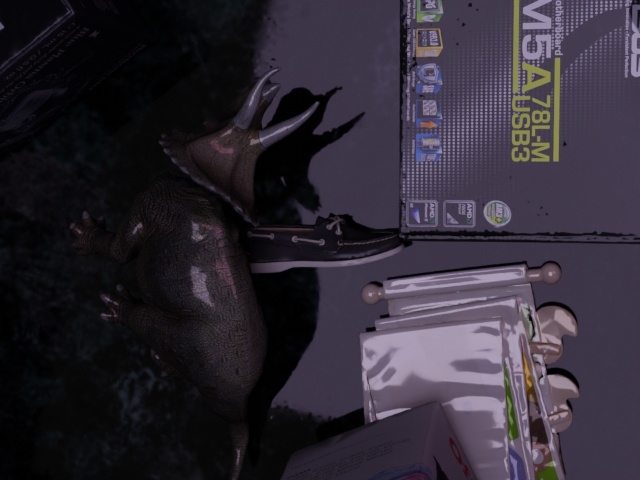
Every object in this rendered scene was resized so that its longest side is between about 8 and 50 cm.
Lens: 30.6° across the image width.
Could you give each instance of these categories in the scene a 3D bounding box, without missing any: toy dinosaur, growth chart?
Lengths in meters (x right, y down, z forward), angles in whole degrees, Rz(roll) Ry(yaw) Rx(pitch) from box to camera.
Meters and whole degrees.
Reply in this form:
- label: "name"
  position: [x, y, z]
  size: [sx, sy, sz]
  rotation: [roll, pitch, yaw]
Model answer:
- label: "toy dinosaur"
  position: [-0.092, 0.038, 0.837]
  size: [0.160, 0.121, 0.313]
  rotation: [4, 96, 56]
- label: "growth chart"
  position: [0.105, 0.133, 0.875]
  size: [0.172, 0.021, 0.237]
  rotation: [2, 94, 11]

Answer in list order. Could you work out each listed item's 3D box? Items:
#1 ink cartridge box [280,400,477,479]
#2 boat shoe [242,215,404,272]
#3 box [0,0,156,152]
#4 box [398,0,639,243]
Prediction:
- label: "ink cartridge box"
  position: [0.052, 0.267, 0.733]
  size: [0.131, 0.306, 0.226]
  rotation: [-23, 100, 16]
- label: "boat shoe"
  position: [0.000, 0.000, 0.876]
  size: [0.125, 0.046, 0.038]
  rotation: [-5, 98, 20]
- label: "box"
  position: [-0.227, -0.145, 0.853]
  size: [0.156, 0.158, 0.093]
  rotation: [-36, 86, 12]
- label: "box"
  position: [0.150, -0.093, 0.837]
  size: [0.184, 0.045, 0.190]
  rotation: [2, 95, 14]
